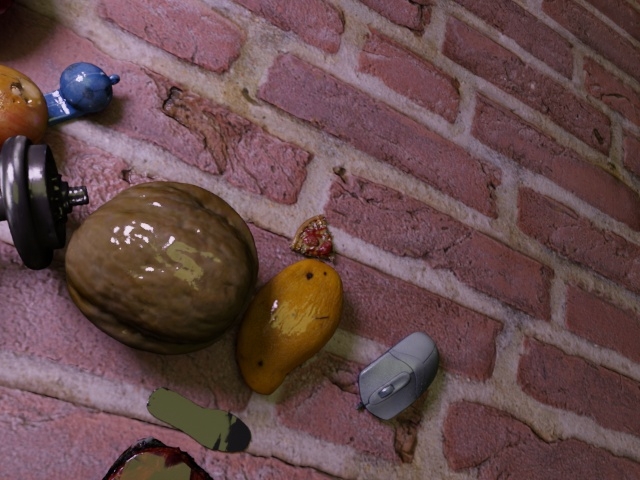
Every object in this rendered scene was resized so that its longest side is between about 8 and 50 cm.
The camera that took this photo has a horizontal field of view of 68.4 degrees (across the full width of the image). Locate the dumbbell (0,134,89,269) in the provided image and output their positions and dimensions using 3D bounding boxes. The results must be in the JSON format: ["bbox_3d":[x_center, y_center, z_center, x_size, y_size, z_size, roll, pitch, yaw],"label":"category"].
[{"bbox_3d":[-0.474,-0.042,0.639,0.289,0.192,0.192,-10,80,-21],"label":"dumbbell"}]

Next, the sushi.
[{"bbox_3d":[-0.214,0.394,0.690,0.225,0.126,0.136,40,64,-3],"label":"sushi"}]

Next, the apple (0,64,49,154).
[{"bbox_3d":[-0.495,-0.193,0.708,0.146,0.146,0.147,7,73,-23],"label":"apple"}]

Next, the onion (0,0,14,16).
[{"bbox_3d":[-0.591,-0.459,0.727,0.272,0.285,0.274,-2,109,-5],"label":"onion"}]

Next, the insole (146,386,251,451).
[{"bbox_3d":[-0.201,0.301,0.785,0.188,0.004,0.064,32,64,-14],"label":"insole"}]

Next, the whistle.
[{"bbox_3d":[-0.415,-0.252,0.798,0.157,0.090,0.090,-32,90,-29],"label":"whistle"}]

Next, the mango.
[{"bbox_3d":[-0.052,0.146,0.841,0.157,0.109,0.262,40,65,-15],"label":"mango"}]

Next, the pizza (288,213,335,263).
[{"bbox_3d":[-0.007,-0.014,0.952,0.100,0.029,0.100,20,67,-19],"label":"pizza"}]

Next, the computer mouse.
[{"bbox_3d":[0.161,0.262,0.930,0.228,0.068,0.113,-33,89,-29],"label":"computer mouse"}]

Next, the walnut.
[{"bbox_3d":[-0.233,0.038,0.720,0.282,0.227,0.284,2,84,-17],"label":"walnut"}]
